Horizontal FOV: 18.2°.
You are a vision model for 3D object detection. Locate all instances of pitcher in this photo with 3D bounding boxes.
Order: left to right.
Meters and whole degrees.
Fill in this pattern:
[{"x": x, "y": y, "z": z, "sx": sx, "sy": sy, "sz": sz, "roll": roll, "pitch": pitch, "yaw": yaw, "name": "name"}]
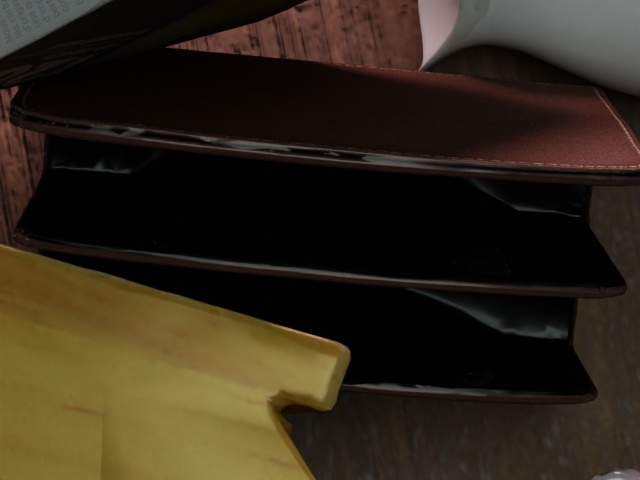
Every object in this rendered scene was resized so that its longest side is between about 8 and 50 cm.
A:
[{"x": 0.163, "y": -0.158, "z": 1.083, "sx": 0.207, "sy": 0.178, "sz": 0.125, "roll": 3, "pitch": 54, "yaw": -1, "name": "pitcher"}]

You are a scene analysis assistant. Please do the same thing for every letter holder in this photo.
[{"x": 0.000, "y": 0.000, "z": 1.000, "sx": 0.301, "sy": 0.214, "sz": 0.152, "roll": 5, "pitch": 104, "yaw": -3, "name": "letter holder"}]

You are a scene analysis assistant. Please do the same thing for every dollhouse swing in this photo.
[{"x": -0.162, "y": 0.199, "z": 0.908, "sx": 0.315, "sy": 0.305, "sz": 0.347, "roll": 16, "pitch": 78, "yaw": 7, "name": "dollhouse swing"}]

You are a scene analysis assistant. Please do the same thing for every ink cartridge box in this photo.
[{"x": -0.069, "y": -0.131, "z": 0.943, "sx": 0.307, "sy": 0.303, "sz": 0.072, "roll": -23, "pitch": 91, "yaw": 35, "name": "ink cartridge box"}]

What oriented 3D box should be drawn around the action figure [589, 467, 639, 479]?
[{"x": 0.041, "y": 0.306, "z": 0.919, "sx": 0.370, "sy": 0.276, "sz": 0.248, "roll": -11, "pitch": 47, "yaw": -34, "name": "action figure"}]
